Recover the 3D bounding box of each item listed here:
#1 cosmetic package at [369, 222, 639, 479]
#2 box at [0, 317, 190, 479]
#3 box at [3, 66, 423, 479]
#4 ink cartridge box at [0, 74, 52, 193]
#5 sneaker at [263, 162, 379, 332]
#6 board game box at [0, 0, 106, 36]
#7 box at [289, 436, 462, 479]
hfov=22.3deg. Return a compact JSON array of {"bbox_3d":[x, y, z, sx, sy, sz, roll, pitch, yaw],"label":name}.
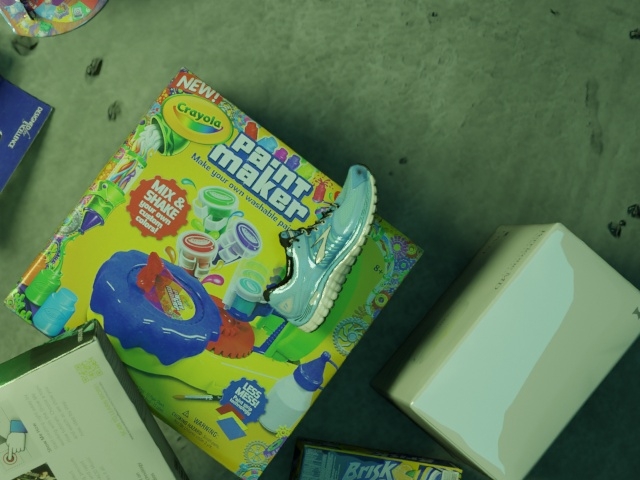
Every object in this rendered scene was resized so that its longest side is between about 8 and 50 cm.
[{"bbox_3d":[0.183,0.107,1.598,0.138,0.224,0.224,40,84,-7],"label":"cosmetic package"},{"bbox_3d":[-0.291,0.241,1.468,0.322,0.058,0.232,-26,110,1],"label":"box"},{"bbox_3d":[-0.108,0.033,1.580,0.290,0.177,0.279,37,85,-7],"label":"box"},{"bbox_3d":[-0.456,-0.163,1.560,0.371,0.069,0.176,32,68,-10],"label":"ink cartridge box"},{"bbox_3d":[0.000,0.000,1.477,0.073,0.063,0.162,27,85,-5],"label":"sneaker"},{"bbox_3d":[-0.282,-0.291,1.620,0.133,0.033,0.169,-34,96,-6],"label":"board game box"},{"bbox_3d":[0.056,0.244,1.664,0.168,0.059,0.054,11,90,-8],"label":"box"}]
